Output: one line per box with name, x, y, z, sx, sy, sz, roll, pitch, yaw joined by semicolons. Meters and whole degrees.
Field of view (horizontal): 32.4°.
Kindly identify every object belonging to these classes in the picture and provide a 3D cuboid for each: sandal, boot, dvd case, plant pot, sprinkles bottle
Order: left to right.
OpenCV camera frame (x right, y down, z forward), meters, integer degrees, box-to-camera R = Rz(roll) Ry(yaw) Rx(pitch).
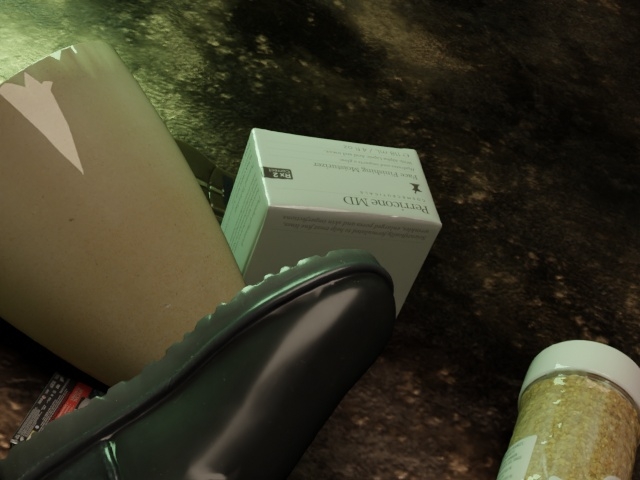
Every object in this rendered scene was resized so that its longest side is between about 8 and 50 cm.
dvd case;-0.198;0.171;0.967;0.119;0.013;0.087;23;41;1
plant pot;-0.192;0.008;0.997;0.274;0.256;0.256;47;44;3
sandal;-0.129;-0.049;1.208;0.219;0.060;0.090;19;45;-26
boot;0.008;0.259;0.787;0.367;0.146;0.445;-35;55;-6
sprinkles bottle;0.202;0.239;0.945;0.121;0.121;0.355;27;41;4

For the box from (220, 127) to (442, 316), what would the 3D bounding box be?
box;0.000;0.000;1.111;0.180;0.182;0.119;6;43;-20
